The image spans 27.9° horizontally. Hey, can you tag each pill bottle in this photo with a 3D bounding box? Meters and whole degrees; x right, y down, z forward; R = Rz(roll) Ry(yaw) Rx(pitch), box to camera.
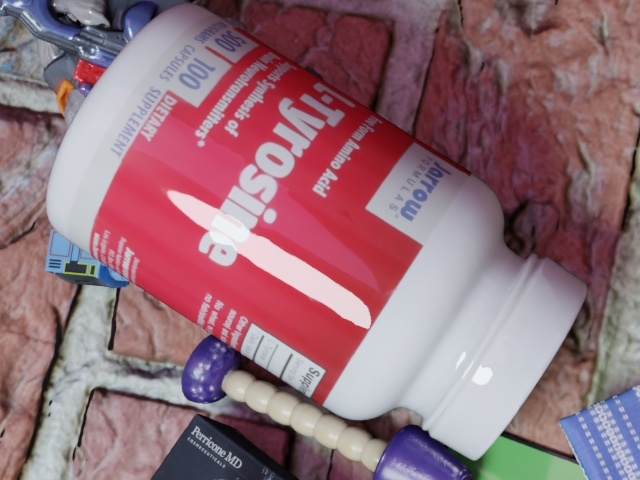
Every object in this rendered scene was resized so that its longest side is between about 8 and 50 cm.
[{"bbox_3d":[0.000,0.000,1.064,0.408,0.229,0.229,32,86,5],"label":"pill bottle"}]

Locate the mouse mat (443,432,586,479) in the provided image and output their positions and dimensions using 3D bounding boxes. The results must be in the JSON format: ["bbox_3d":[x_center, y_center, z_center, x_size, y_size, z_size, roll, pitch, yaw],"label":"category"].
[{"bbox_3d":[0.150,0.261,1.091,0.153,0.007,0.189,18,80,25],"label":"mouse mat"}]

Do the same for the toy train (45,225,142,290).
[{"bbox_3d":[-0.180,-0.003,1.263,0.184,0.080,0.105,5,84,21],"label":"toy train"}]

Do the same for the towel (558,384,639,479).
[{"bbox_3d":[0.385,0.177,0.980,0.336,0.040,0.243,-23,64,2],"label":"towel"}]

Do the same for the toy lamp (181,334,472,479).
[{"bbox_3d":[0.006,0.165,1.138,0.275,0.080,0.080,25,83,27],"label":"toy lamp"}]

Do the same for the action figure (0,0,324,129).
[{"bbox_3d":[-0.142,-0.207,1.273,0.341,0.178,0.330,27,69,-17],"label":"action figure"}]

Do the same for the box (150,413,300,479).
[{"bbox_3d":[-0.082,0.263,1.130,0.156,0.093,0.158,32,85,26],"label":"box"}]
